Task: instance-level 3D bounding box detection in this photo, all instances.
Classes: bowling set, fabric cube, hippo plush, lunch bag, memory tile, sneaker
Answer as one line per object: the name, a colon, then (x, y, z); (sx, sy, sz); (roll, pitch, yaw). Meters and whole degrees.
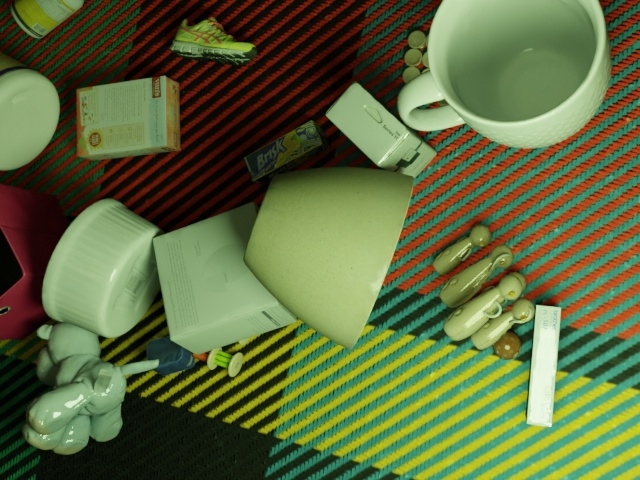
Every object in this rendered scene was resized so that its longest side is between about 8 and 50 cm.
bowling set: (0.325, 0.104, 1.596); (0.154, 0.287, 0.200); (-40, 113, 21)
fabric cube: (-0.695, 0.052, 1.925); (0.254, 0.258, 0.259); (-35, 73, 13)
hippo plush: (-0.528, 0.278, 1.844); (0.236, 0.234, 0.294); (53, 130, 29)
lunch bag: (-0.315, 0.243, 1.861); (0.098, 0.065, 0.067); (-16, 58, 16)
memory tile: (0.217, -0.340, 1.749); (0.113, 0.012, 0.148); (7, 88, 22)
sneaker: (-0.226, -0.432, 1.892); (0.208, 0.081, 0.094); (13, 87, 22)

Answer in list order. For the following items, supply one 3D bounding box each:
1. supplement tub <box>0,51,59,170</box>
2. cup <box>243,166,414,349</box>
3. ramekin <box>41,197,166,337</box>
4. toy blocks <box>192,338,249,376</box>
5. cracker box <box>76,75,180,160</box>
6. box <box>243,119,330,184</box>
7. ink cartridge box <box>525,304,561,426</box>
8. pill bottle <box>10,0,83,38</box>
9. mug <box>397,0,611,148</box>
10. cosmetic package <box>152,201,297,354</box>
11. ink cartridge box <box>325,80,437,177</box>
supplement tub: (-0.788, -0.327, 2.009); (0.331, 0.241, 0.241); (29, 95, 21)
cup: (0.000, 0.000, 1.592); (0.237, 0.331, 0.331); (20, 92, 0)
ramekin: (-0.428, 0.065, 1.819); (0.135, 0.277, 0.277); (24, 93, 13)
toy blocks: (-0.226, 0.202, 1.838); (0.148, 0.054, 0.123); (18, 90, 22)
cracker box: (-0.424, -0.267, 1.957); (0.232, 0.067, 0.155); (-4, 84, 21)
box: (-0.070, -0.179, 1.819); (0.169, 0.054, 0.059); (-27, 75, 17)
ink cartridge box: (0.395, 0.220, 1.574); (0.046, 0.097, 0.207); (5, 87, 13)
pill bottle: (-0.613, -0.556, 2.040); (0.184, 0.103, 0.103); (-32, 74, 15)
mug: (0.313, -0.280, 1.537); (0.374, 0.328, 0.276); (-18, 78, 19)
cosmetic package: (-0.190, 0.078, 1.758); (0.225, 0.138, 0.224); (-18, 65, 9)
ink cartridge box: (0.117, -0.200, 1.666); (0.087, 0.208, 0.153); (-47, 71, 10)
